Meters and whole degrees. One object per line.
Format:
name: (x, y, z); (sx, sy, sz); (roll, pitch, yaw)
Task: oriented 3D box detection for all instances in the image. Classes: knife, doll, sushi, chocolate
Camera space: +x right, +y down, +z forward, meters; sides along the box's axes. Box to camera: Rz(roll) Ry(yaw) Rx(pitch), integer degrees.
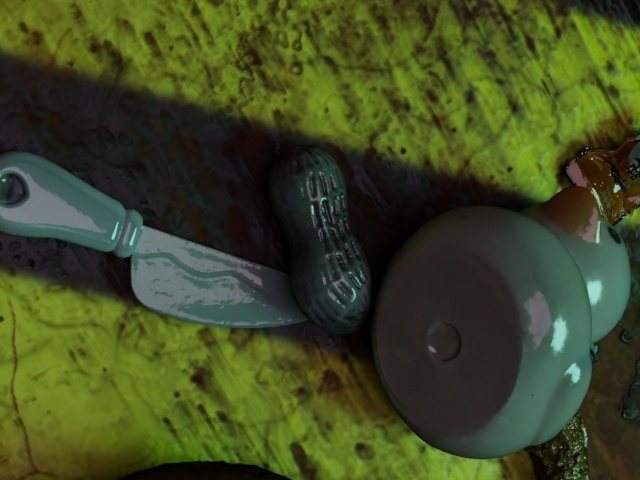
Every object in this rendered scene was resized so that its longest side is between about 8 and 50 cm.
knife: (-0.138, 0.017, 1.430); (0.331, 0.044, 0.080); (25, 82, -19)
doll: (0.167, 0.064, 1.459); (0.221, 0.221, 0.251); (15, 112, -16)
sushi: (0.218, 0.194, 1.528); (0.061, 0.060, 0.118); (-24, 98, -8)
chocolate: (0.000, 0.000, 1.442); (0.072, 0.072, 0.167); (-14, 91, -15)

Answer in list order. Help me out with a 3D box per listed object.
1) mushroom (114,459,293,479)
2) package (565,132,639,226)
mushroom: (-0.077, 0.363, 1.366); (0.331, 0.334, 0.356); (-19, 138, 9)
package: (0.281, -0.066, 1.546); (0.110, 0.033, 0.077); (-34, 126, 2)
